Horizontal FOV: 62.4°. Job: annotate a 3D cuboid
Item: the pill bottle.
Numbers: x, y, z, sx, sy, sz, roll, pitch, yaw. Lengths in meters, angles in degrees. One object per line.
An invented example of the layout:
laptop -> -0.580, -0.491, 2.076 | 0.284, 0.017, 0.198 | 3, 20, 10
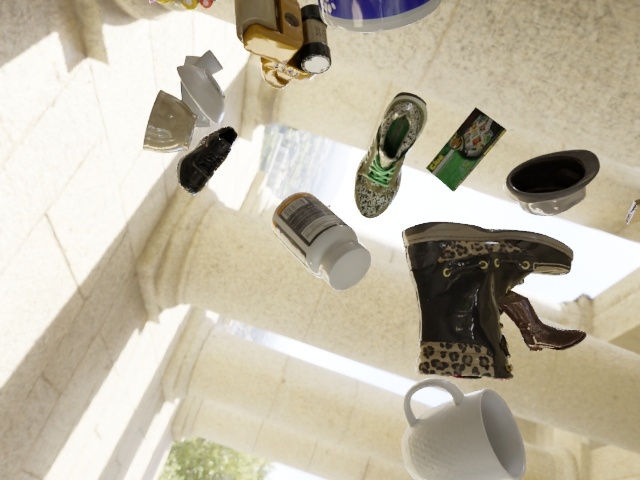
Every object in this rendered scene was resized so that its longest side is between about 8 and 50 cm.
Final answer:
pill bottle -> 0.000, 0.000, 1.405 | 0.278, 0.162, 0.162 | 44, -55, 40

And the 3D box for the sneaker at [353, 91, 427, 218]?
sneaker -> 0.191, -0.245, 1.609 | 0.182, 0.158, 0.409 | -50, 160, -65

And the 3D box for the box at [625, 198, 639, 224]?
box -> 0.990, -0.110, 1.507 | 0.164, 0.201, 0.021 | 40, 34, -63

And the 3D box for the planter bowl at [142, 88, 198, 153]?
planter bowl -> -0.381, -0.294, 1.365 | 0.162, 0.109, 0.161 | -164, -90, -77

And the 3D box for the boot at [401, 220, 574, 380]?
boot -> 0.329, 0.121, 1.011 | 0.138, 0.378, 0.283 | 150, -55, -61

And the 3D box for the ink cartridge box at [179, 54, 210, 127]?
ink cartridge box -> -0.361, -0.438, 1.545 | 0.190, 0.082, 0.139 | -98, -168, -49

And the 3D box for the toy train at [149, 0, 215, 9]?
toy train -> -0.198, -0.401, 0.811 | 0.125, 0.166, 0.046 | -40, 140, -29

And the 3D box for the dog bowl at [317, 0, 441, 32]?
dog bowl -> 0.121, -0.548, 1.114 | 0.104, 0.265, 0.264 | 76, 25, -45

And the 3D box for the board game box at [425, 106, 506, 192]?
board game box -> 0.482, -0.302, 1.766 | 0.259, 0.136, 0.030 | -52, 149, 19

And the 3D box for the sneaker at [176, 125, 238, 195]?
sneaker -> -0.342, -0.261, 1.623 | 0.124, 0.107, 0.283 | -25, -146, 35

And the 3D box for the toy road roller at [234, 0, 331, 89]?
toy road roller -> -0.136, -0.594, 1.598 | 0.241, 0.330, 0.202 | -29, -121, 46

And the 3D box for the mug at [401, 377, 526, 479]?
mug -> 0.417, 0.616, 1.705 | 0.328, 0.373, 0.276 | -30, 180, 31

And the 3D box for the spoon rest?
spoon rest -> -0.258, -0.335, 1.143 | 0.084, 0.137, 0.276 | -30, -148, 12

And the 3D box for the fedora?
fedora -> 0.717, -0.163, 1.634 | 0.243, 0.276, 0.124 | -80, 148, -50

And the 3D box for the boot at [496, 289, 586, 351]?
boot -> 0.359, 0.127, 0.865 | 0.106, 0.114, 0.037 | -26, -168, 42

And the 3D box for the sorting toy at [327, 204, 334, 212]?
sorting toy -> 0.032, -0.085, 1.923 | 0.045, 0.075, 0.083 | -36, 180, 40
